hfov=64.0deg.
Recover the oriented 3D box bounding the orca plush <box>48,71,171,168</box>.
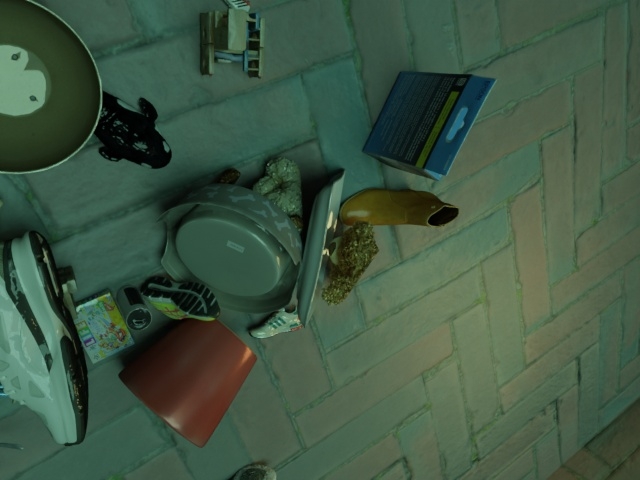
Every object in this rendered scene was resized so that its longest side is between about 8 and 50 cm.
[{"bbox_3d":[-0.409,-0.252,1.050,0.151,0.102,0.287,-36,122,-15],"label":"orca plush"}]

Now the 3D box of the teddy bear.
[{"bbox_3d":[0.074,0.052,1.365,0.113,0.338,0.245,33,97,6],"label":"teddy bear"}]

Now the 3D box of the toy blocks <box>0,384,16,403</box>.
[{"bbox_3d":[-0.645,0.309,1.151,0.148,0.054,0.123,11,103,-33],"label":"toy blocks"}]

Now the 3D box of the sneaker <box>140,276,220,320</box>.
[{"bbox_3d":[-0.323,0.151,1.220,0.081,0.208,0.094,-56,152,-37],"label":"sneaker"}]

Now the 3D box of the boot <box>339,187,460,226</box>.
[{"bbox_3d":[0.223,-0.082,1.432,0.295,0.211,0.104,-15,114,-26],"label":"boot"}]

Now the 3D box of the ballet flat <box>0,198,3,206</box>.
[{"bbox_3d":[-0.692,0.016,1.001,0.086,0.086,0.249,22,95,-35],"label":"ballet flat"}]

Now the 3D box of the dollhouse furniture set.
[{"bbox_3d":[-0.167,-0.411,1.087,0.129,0.183,0.129,-7,112,-29],"label":"dollhouse furniture set"}]

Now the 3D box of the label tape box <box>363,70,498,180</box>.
[{"bbox_3d":[0.289,-0.291,1.309,0.115,0.347,0.249,23,96,-35],"label":"label tape box"}]

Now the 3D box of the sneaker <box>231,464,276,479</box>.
[{"bbox_3d":[-0.241,0.773,1.562,0.232,0.090,0.115,-19,124,-14],"label":"sneaker"}]

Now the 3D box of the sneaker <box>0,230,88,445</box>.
[{"bbox_3d":[-0.614,0.218,0.984,0.257,0.169,0.448,-13,107,-18],"label":"sneaker"}]

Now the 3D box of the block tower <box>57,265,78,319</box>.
[{"bbox_3d":[-0.675,0.152,1.051,0.335,0.091,0.097,-17,117,-24],"label":"block tower"}]

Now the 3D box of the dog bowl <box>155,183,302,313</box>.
[{"bbox_3d":[-0.199,0.019,1.164,0.349,0.348,0.102,57,36,-33],"label":"dog bowl"}]

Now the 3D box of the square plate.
[{"bbox_3d":[0.000,0.000,1.299,0.049,0.344,0.348,12,104,5],"label":"square plate"}]

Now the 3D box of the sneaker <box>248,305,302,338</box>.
[{"bbox_3d":[-0.129,0.225,1.440,0.161,0.057,0.076,-9,96,-27],"label":"sneaker"}]

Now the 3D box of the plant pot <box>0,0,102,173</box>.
[{"bbox_3d":[-0.548,-0.277,0.902,0.284,0.191,0.284,-11,114,-26],"label":"plant pot"}]

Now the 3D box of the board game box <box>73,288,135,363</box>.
[{"bbox_3d":[-0.517,0.202,1.204,0.103,0.026,0.154,-26,120,-20],"label":"board game box"}]

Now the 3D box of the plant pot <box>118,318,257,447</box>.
[{"bbox_3d":[-0.303,0.319,1.249,0.243,0.274,0.275,-48,126,-19],"label":"plant pot"}]

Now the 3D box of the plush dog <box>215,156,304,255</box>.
[{"bbox_3d":[-0.156,-0.059,1.246,0.225,0.211,0.263,-2,109,-2],"label":"plush dog"}]

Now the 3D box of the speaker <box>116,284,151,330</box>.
[{"bbox_3d":[-0.428,0.153,1.172,0.055,0.136,0.055,-11,113,-27],"label":"speaker"}]

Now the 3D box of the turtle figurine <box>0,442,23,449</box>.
[{"bbox_3d":[-0.793,0.479,1.044,0.266,0.274,0.198,39,52,-31],"label":"turtle figurine"}]

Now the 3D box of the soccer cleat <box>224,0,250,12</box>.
[{"bbox_3d":[-0.193,-0.522,1.125,0.083,0.029,0.036,9,99,-38],"label":"soccer cleat"}]

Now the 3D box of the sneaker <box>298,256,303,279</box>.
[{"bbox_3d":[-0.074,0.103,1.414,0.073,0.063,0.162,24,95,-39],"label":"sneaker"}]
